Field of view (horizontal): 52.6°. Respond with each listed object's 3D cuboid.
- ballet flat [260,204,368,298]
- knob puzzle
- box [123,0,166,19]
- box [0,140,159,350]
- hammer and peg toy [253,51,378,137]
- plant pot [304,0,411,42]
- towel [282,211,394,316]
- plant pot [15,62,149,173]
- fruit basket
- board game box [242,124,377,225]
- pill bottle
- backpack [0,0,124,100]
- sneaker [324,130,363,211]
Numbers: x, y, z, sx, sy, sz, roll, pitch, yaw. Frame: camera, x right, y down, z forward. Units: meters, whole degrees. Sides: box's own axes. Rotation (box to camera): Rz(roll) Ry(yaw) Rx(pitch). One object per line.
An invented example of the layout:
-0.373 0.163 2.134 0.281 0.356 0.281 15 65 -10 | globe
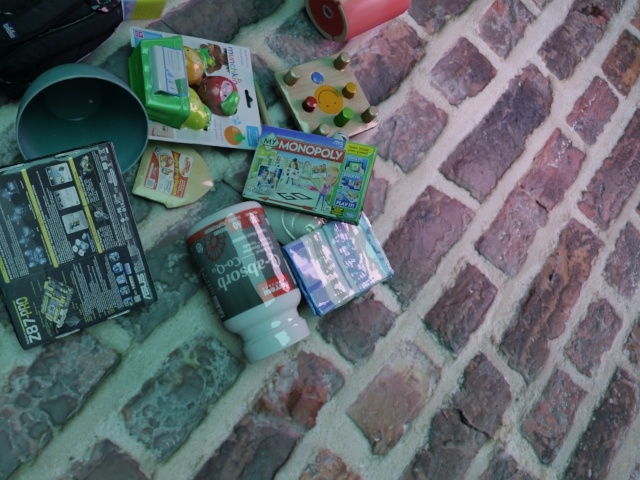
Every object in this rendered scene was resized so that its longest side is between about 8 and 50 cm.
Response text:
0.000 0.000 1.767 0.400 0.139 0.139 43 63 -7 | ballet flat
-0.380 -0.170 1.704 0.213 0.030 0.213 7 71 -22 | knob puzzle
-0.511 -0.635 1.738 0.178 0.109 0.042 -13 84 -27 | box
-0.573 0.006 1.453 0.318 0.097 0.395 -22 108 -29 | box
-0.027 -0.396 1.873 0.361 0.127 0.266 -24 85 -28 | hammer and peg toy
0.101 -0.752 1.976 0.243 0.275 0.275 -41 93 -19 | plant pot
0.053 0.054 1.680 0.285 0.034 0.209 -26 90 -35 | towel
-0.577 -0.304 1.546 0.290 0.290 0.195 -7 42 -26 | plant pot
-0.322 -0.408 1.727 0.353 0.165 0.327 0 74 -29 | fruit basket
-0.028 -0.175 1.719 0.317 0.046 0.213 13 78 11 | board game box
-0.174 0.103 1.613 0.210 0.210 0.363 -23 85 -28 | pill bottle
-0.647 -0.547 1.525 0.355 0.290 0.273 -21 48 6 | backpack
0.026 -0.166 1.845 0.162 0.106 0.281 -11 112 7 | sneaker
